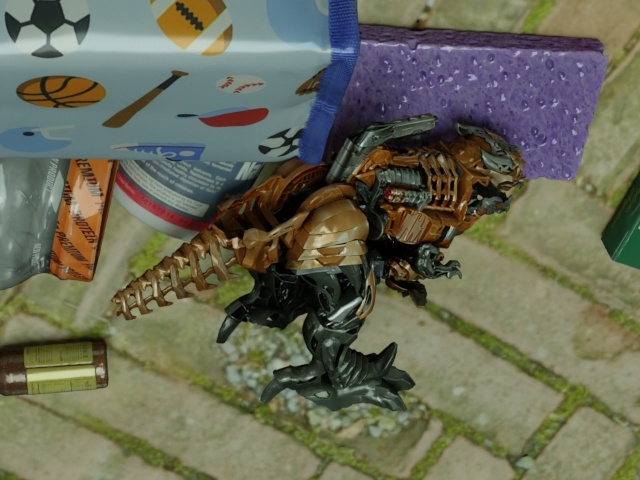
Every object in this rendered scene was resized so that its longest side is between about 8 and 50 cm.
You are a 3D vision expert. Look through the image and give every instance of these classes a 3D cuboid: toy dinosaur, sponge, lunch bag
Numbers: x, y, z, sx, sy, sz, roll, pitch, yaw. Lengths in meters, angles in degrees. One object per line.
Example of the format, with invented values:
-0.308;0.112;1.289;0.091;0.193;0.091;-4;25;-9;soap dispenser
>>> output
0.000;0.000;1.397;0.322;0.164;0.218;-1;132;-9;toy dinosaur
0.112;-0.107;1.448;0.210;0.031;0.117;2;123;-12;sponge
-0.149;-0.250;1.155;0.327;0.385;0.239;-1;163;-10;lunch bag

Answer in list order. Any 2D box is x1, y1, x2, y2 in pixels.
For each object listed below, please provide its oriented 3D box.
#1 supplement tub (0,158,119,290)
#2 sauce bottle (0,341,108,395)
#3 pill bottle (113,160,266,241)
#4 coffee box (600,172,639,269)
-0.299;-0.074;1.282;0.316;0.193;0.194;11;120;-5;supplement tub
-0.239;0.106;1.521;0.128;0.042;0.042;-2;122;-6;sauce bottle
-0.078;-0.098;1.377;0.108;0.108;0.180;22;117;-21;pill bottle
0.340;-0.011;1.540;0.184;0.040;0.113;16;118;-19;coffee box
